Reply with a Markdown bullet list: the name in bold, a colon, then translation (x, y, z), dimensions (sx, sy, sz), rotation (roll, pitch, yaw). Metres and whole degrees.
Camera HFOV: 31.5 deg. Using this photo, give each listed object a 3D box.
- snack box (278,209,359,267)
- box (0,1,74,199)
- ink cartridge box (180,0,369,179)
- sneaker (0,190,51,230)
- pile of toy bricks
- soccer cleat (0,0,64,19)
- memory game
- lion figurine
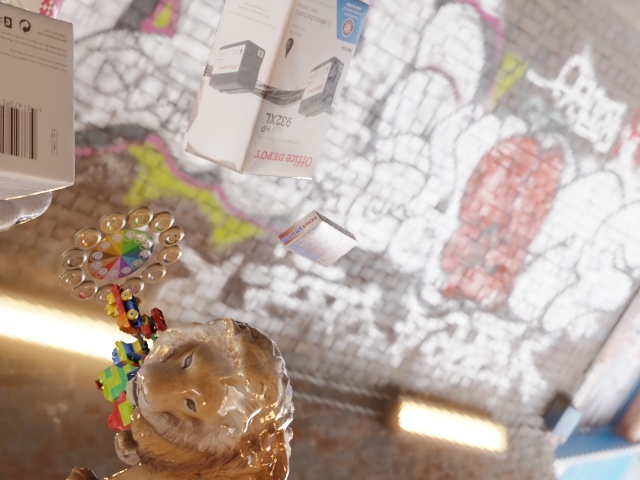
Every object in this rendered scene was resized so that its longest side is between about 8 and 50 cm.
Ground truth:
- **snack box**: translation (0.000, 0.000, 1.601), dimensions (0.022, 0.064, 0.178), rotation (57, -170, 19)
- **box**: translation (-0.354, -0.145, 1.149), dimensions (0.119, 0.182, 0.181), rotation (-9, 169, 36)
- **ink cartridge box**: translation (-0.069, -0.261, 1.801), dimensions (0.129, 0.308, 0.223), rotation (24, -168, 28)
- **sneaker**: translation (-0.613, -0.037, 1.808), dimensions (0.366, 0.210, 0.137), rotation (-24, -88, -62)
- **pile of toy bricks**: translation (-0.249, 0.174, 1.490), dimensions (0.118, 0.105, 0.212), rotation (44, -162, -55)
- **soccer cleat**: translation (-0.489, -0.312, 1.706), dimensions (0.116, 0.331, 0.143), rotation (42, -142, 3)
- **memory game**: translation (-0.275, 0.023, 1.575), dimensions (0.186, 0.186, 0.012), rotation (19, -150, -51)
- **lion figurine**: translation (-0.081, 0.260, 0.952), dimensions (0.142, 0.240, 0.392), rotation (-29, -80, -54)
